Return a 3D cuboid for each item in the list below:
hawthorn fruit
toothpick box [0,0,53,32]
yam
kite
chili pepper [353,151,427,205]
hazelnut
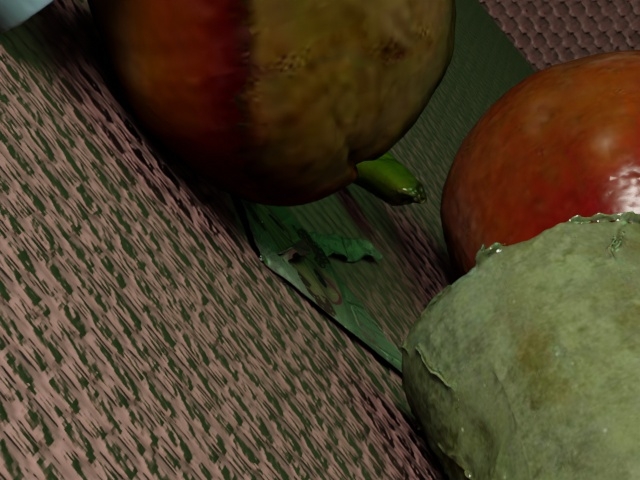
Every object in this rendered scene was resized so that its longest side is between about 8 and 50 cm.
[{"bbox_3d":[0.235,0.014,1.390,0.295,0.295,0.311,41,18,-40],"label":"hawthorn fruit"},{"bbox_3d":[-0.164,-0.185,0.912,0.153,0.101,0.101,49,13,-19],"label":"toothpick box"},{"bbox_3d":[0.176,0.141,0.993,0.195,0.195,0.300,38,17,-46],"label":"yam"},{"bbox_3d":[-0.001,0.001,1.176,0.229,0.012,0.250,54,11,8],"label":"kite"},{"bbox_3d":[0.005,-0.090,1.364,0.052,0.050,0.202,-4,52,-55],"label":"chili pepper"},{"bbox_3d":[-0.036,-0.123,1.047,0.208,0.208,0.208,48,13,-15],"label":"hazelnut"}]
